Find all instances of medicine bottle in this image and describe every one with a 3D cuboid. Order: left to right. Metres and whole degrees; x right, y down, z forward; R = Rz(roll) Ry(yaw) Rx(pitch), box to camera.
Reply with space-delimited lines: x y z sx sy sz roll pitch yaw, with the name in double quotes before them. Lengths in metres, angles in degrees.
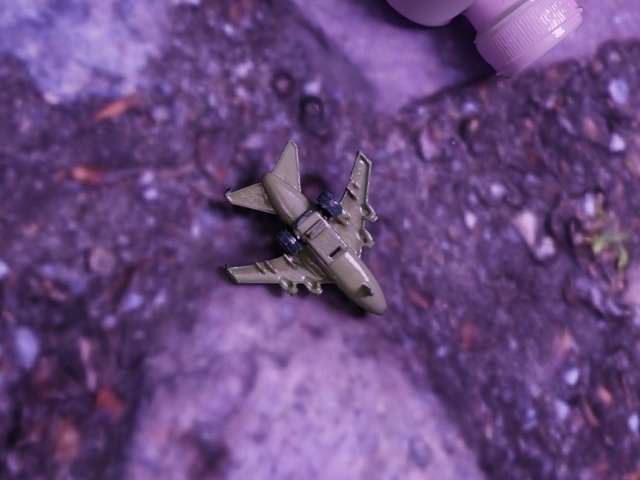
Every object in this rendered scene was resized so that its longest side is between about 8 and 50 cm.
"medicine bottle" 0.069 -0.200 0.771 0.115 0.078 0.219 -38 93 -24

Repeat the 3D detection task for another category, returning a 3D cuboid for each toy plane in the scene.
"toy plane" 0.000 0.000 0.725 0.102 0.040 0.111 -41 93 -4
